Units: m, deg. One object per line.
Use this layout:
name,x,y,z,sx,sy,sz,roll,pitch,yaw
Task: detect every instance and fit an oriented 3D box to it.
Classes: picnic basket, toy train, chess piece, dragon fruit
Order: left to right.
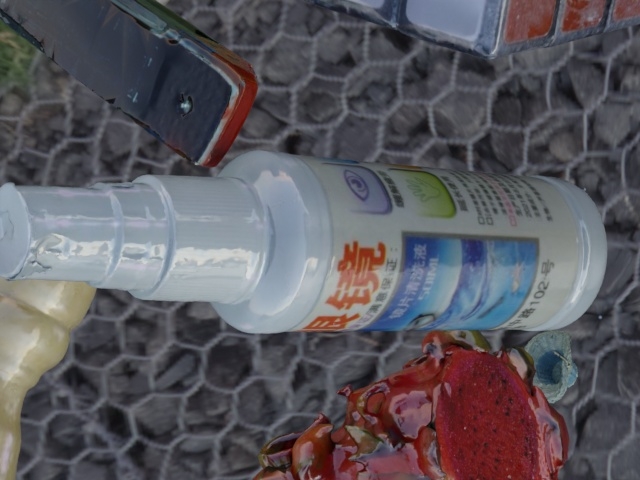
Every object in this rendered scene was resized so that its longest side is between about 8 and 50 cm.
chess piece,-0.126,0.058,0.501,0.066,0.066,0.122,21,77,12
toy train,-0.186,-0.183,1.144,0.409,0.089,0.086,36,105,33
dragon fruit,0.047,0.133,0.792,0.208,0.150,0.133,-19,70,-3
picnic basket,0.245,0.136,1.478,0.065,0.083,0.083,-3,71,38

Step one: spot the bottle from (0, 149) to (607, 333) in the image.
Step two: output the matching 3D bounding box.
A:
bottle,0.000,0.000,0.433,0.060,0.217,0.060,-7,81,52

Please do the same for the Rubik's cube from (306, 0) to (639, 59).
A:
Rubik's cube,0.131,-0.354,1.205,0.301,0.305,0.303,24,116,32
